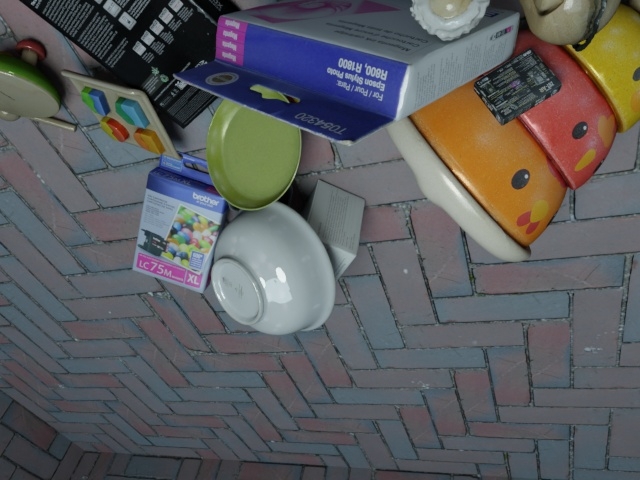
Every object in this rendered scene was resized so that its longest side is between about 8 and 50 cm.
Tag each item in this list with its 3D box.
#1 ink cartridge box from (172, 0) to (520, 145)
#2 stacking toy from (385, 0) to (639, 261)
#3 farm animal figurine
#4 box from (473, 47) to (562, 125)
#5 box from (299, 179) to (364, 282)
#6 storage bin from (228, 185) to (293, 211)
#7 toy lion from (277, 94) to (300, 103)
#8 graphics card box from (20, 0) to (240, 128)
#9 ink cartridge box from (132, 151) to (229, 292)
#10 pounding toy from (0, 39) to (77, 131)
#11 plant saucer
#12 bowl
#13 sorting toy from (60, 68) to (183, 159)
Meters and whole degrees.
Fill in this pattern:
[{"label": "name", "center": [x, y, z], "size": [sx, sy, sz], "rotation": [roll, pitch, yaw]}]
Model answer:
[{"label": "ink cartridge box", "center": [0.028, -0.253, 0.637], "size": [0.324, 0.330, 0.072], "rotation": [29, 137, 34]}, {"label": "stacking toy", "center": [0.358, -0.230, 0.726], "size": [0.350, 0.351, 0.480], "rotation": [39, 115, -23]}, {"label": "farm animal figurine", "center": [0.276, -0.348, 0.563], "size": [0.329, 0.327, 0.172], "rotation": [1, 153, 13]}, {"label": "box", "center": [0.249, -0.196, 0.626], "size": [0.083, 0.067, 0.018], "rotation": [-32, 159, 6]}, {"label": "box", "center": [0.000, 0.000, 1.087], "size": [0.118, 0.182, 0.181], "rotation": [23, 136, -11]}, {"label": "storage bin", "center": [-0.126, -0.088, 1.109], "size": [0.135, 0.098, 0.091], "rotation": [9, 163, 6]}, {"label": "toy lion", "center": [-0.040, -0.270, 0.940], "size": [0.100, 0.034, 0.096], "rotation": [-10, 123, 24]}, {"label": "graphics card box", "center": [-0.304, -0.385, 0.827], "size": [0.232, 0.094, 0.370], "rotation": [-29, 126, 36]}, {"label": "ink cartridge box", "center": [-0.321, -0.042, 1.146], "size": [0.185, 0.065, 0.312], "rotation": [19, 112, -1]}, {"label": "pounding toy", "center": [-0.610, -0.330, 1.002], "size": [0.182, 0.110, 0.237], "rotation": [7, 166, -7]}, {"label": "plant saucer", "center": [-0.126, -0.180, 0.961], "size": [0.240, 0.037, 0.241], "rotation": [2, 94, 32]}, {"label": "bowl", "center": [-0.122, 0.076, 0.988], "size": [0.297, 0.134, 0.298], "rotation": [20, 123, 34]}, {"label": "sorting toy", "center": [-0.392, -0.241, 0.981], "size": [0.192, 0.038, 0.208], "rotation": [19, 158, 19]}]
